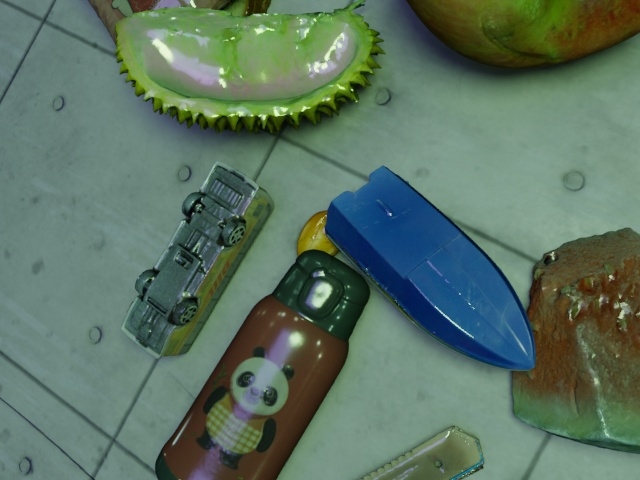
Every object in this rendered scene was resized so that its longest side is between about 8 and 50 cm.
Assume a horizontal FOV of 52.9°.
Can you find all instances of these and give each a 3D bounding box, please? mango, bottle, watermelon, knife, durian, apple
[{"bbox_3d":[0.000,0.000,0.855,0.060,0.046,0.089,31,93,20],"label":"mango"},{"bbox_3d":[-0.061,0.169,0.798,0.144,0.144,0.336,30,88,20],"label":"bottle"},{"bbox_3d":[0.316,0.100,0.711,0.193,0.140,0.256,1,73,10],"label":"watermelon"},{"bbox_3d":[0.038,0.337,0.790,0.365,0.043,0.089,-34,105,7],"label":"knife"},{"bbox_3d":[-0.089,-0.225,0.834,0.352,0.158,0.169,-4,108,-5],"label":"durian"},{"bbox_3d":[0.231,-0.367,0.699,0.340,0.339,0.339,-3,80,17],"label":"apple"}]

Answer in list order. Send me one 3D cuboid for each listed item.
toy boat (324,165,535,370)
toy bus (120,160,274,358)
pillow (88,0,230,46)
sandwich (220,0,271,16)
[{"bbox_3d":[0.138,0.045,0.763,0.129,0.088,0.295,-36,63,-16],"label":"toy boat"},{"bbox_3d":[-0.162,0.030,0.871,0.092,0.106,0.268,32,93,20],"label":"toy bus"},{"bbox_3d":[-0.235,-0.371,0.906,0.223,0.084,0.236,-37,71,9],"label":"pillow"},{"bbox_3d":[-0.183,-0.361,0.968,0.215,0.065,0.186,12,85,19],"label":"sandwich"}]
